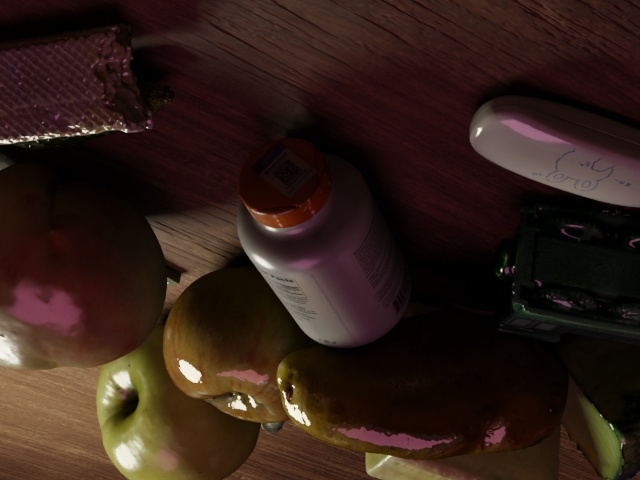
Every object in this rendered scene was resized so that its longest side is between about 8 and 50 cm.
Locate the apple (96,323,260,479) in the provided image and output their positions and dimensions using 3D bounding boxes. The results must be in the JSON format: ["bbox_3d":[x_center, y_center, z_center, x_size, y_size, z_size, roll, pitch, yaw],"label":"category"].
[{"bbox_3d":[-0.218,0.254,1.775,0.262,0.262,0.262,8,152,4],"label":"apple"}]

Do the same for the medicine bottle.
[{"bbox_3d":[0.000,0.000,1.323,0.156,0.157,0.289,-1,150,19],"label":"medicine bottle"}]

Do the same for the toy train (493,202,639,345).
[{"bbox_3d":[0.354,0.057,1.354,0.330,0.139,0.178,11,162,-7],"label":"toy train"}]

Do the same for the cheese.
[{"bbox_3d":[0.204,0.238,1.612,0.265,0.243,0.124,21,147,-21],"label":"cheese"}]

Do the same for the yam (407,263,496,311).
[{"bbox_3d":[0.200,0.067,1.509,0.326,0.045,0.045,10,-174,-4],"label":"yam"}]

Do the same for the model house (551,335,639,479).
[{"bbox_3d":[0.433,0.198,1.529,0.211,0.170,0.194,-29,145,-11],"label":"model house"}]

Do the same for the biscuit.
[{"bbox_3d":[-0.285,-0.156,1.178,0.238,0.062,0.108,-3,108,24],"label":"biscuit"}]

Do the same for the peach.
[{"bbox_3d":[-0.333,0.041,1.409,0.292,0.248,0.292,17,168,4],"label":"peach"}]

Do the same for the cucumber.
[{"bbox_3d":[-0.255,-0.140,1.243,0.227,0.069,0.069,-8,148,28],"label":"cucumber"}]

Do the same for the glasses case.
[{"bbox_3d":[0.265,-0.089,1.169,0.233,0.059,0.092,18,153,-13],"label":"glasses case"}]

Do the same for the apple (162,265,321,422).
[{"bbox_3d":[-0.097,0.142,1.584,0.260,0.194,0.261,11,154,5],"label":"apple"}]

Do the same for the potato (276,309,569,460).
[{"bbox_3d":[0.131,0.178,1.433,0.369,0.196,0.176,-3,163,-7],"label":"potato"}]

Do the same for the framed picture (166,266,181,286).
[{"bbox_3d":[-0.375,0.041,1.674,0.289,0.020,0.211,-16,143,41],"label":"framed picture"}]

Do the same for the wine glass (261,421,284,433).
[{"bbox_3d":[-0.078,0.323,2.092,0.042,0.039,0.083,21,147,-9],"label":"wine glass"}]
